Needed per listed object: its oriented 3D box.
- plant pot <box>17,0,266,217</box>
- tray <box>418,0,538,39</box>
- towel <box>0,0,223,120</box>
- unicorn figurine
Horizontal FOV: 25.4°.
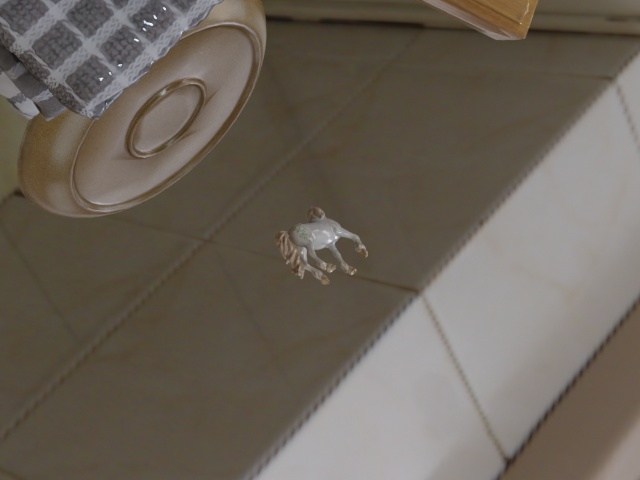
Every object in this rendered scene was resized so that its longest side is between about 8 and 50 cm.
[{"bbox_3d":[-0.124,-0.100,1.073,0.236,0.032,0.236,-39,160,-18],"label":"plant pot"},{"bbox_3d":[0.109,-0.416,1.724,0.411,0.076,0.203,21,86,-28],"label":"tray"},{"bbox_3d":[-0.085,-0.211,0.564,0.284,0.121,0.235,-46,122,-10],"label":"towel"},{"bbox_3d":[0.000,0.000,1.760,0.060,0.111,0.162,-51,157,17],"label":"unicorn figurine"}]
